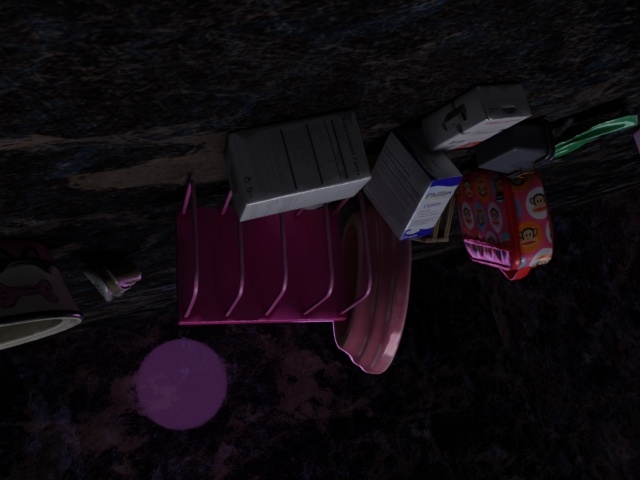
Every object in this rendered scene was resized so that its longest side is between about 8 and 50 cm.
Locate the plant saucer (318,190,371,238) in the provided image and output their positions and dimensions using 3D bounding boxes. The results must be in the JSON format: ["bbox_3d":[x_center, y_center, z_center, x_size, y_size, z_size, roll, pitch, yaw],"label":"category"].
[{"bbox_3d":[0.000,0.000,1.611,0.401,0.100,0.400,-25,177,-1],"label":"plant saucer"}]

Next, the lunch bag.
[{"bbox_3d":[0.402,-0.040,1.630,0.120,0.258,0.293,-13,-174,-9],"label":"lunch bag"}]

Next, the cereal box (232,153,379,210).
[{"bbox_3d":[-0.026,-0.094,1.325,0.173,0.047,0.240,-6,169,-37],"label":"cereal box"}]

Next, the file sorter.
[{"bbox_3d":[-0.080,0.017,1.202,0.291,0.202,0.182,0,161,-17],"label":"file sorter"}]

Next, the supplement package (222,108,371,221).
[{"bbox_3d":[-0.035,-0.104,1.033,0.179,0.105,0.105,-13,171,-14],"label":"supplement package"}]

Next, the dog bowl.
[{"bbox_3d":[-0.632,0.115,1.275,0.408,0.150,0.408,-15,173,-2],"label":"dog bowl"}]

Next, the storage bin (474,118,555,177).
[{"bbox_3d":[0.365,-0.171,1.412,0.091,0.098,0.135,1,165,-28],"label":"storage bin"}]

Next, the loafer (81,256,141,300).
[{"bbox_3d":[-0.446,0.070,1.603,0.087,0.094,0.251,-39,-176,-6],"label":"loafer"}]

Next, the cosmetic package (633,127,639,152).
[{"bbox_3d":[0.850,-0.225,1.715,0.151,0.151,0.184,-17,172,5],"label":"cosmetic package"}]

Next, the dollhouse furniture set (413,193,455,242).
[{"bbox_3d":[0.211,-0.077,1.781,0.184,0.129,0.129,15,-170,33],"label":"dollhouse furniture set"}]

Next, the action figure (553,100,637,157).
[{"bbox_3d":[0.502,-0.210,1.479,0.232,0.063,0.137,-21,173,13],"label":"action figure"}]

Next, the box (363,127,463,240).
[{"bbox_3d":[0.149,-0.094,1.215,0.072,0.126,0.137,-10,142,-33],"label":"box"}]

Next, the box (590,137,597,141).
[{"bbox_3d":[0.583,-0.229,1.666,0.083,0.018,0.067,-17,172,9],"label":"box"}]

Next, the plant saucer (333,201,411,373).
[{"bbox_3d":[0.085,0.077,1.368,0.084,0.332,0.332,7,168,-9],"label":"plant saucer"}]

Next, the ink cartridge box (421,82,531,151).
[{"bbox_3d":[0.238,-0.189,1.137,0.099,0.056,0.135,-11,171,-34],"label":"ink cartridge box"}]
